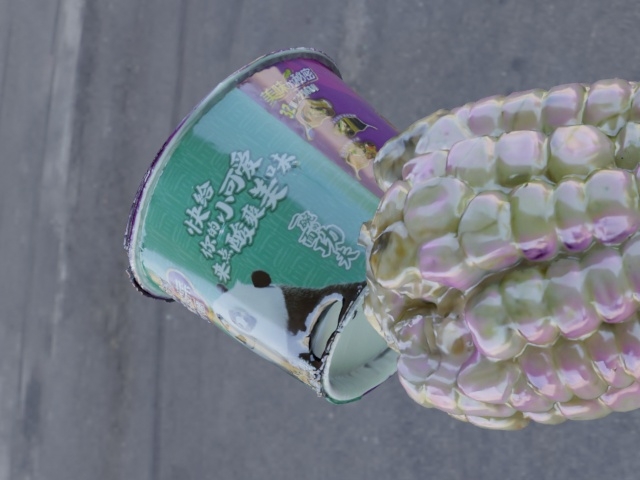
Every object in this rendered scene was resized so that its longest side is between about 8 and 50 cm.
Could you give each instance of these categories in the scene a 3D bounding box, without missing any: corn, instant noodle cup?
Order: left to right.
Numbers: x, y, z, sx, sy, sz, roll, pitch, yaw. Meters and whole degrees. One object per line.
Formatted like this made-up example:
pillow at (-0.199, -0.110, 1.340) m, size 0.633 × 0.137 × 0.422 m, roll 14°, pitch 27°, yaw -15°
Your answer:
instant noodle cup at (0.000, 0.000, 0.974) m, size 0.190 × 0.251 × 0.251 m, roll 38°, pitch 122°, yaw 24°
corn at (0.173, -0.013, 0.400) m, size 0.335 × 0.126 × 0.126 m, roll -11°, pitch 71°, yaw 22°
